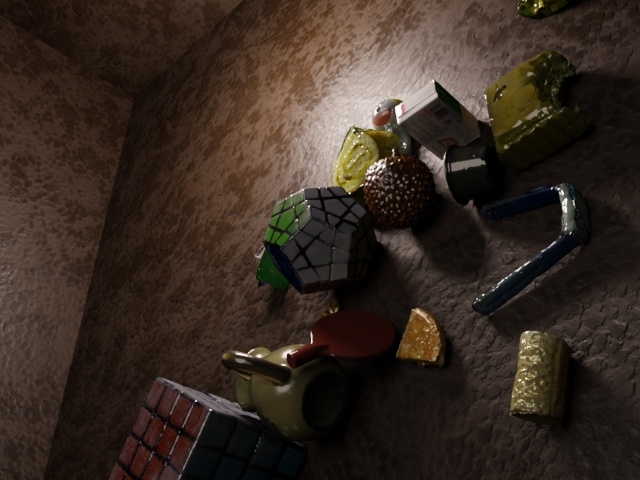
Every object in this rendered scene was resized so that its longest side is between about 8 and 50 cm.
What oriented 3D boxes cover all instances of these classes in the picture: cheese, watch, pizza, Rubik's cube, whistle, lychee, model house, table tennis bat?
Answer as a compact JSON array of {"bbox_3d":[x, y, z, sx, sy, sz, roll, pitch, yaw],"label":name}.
[{"bbox_3d":[0.433,0.273,1.495,0.094,0.123,0.167,-10,59,47],"label":"cheese"},{"bbox_3d":[0.465,0.013,1.698,0.275,0.068,0.276,-19,52,43],"label":"watch"},{"bbox_3d":[0.243,0.243,1.821,0.134,0.046,0.175,-36,40,28],"label":"pizza"},{"bbox_3d":[-0.301,0.596,1.986,0.344,0.337,0.344,14,78,55],"label":"Rubik's cube"},{"bbox_3d":[0.000,0.000,2.117,0.264,0.319,0.319,-37,31,-16],"label":"Rubik's cube"},{"bbox_3d":[0.215,-0.334,2.241,0.123,0.123,0.223,-33,57,33],"label":"whistle"},{"bbox_3d":[0.210,-0.143,2.032,0.200,0.200,0.238,-23,60,41],"label":"lychee"},{"bbox_3d":[-0.153,0.078,2.406,0.088,0.117,0.167,-29,43,60],"label":"model house"},{"bbox_3d":[0.050,0.245,1.876,0.200,0.310,0.038,32,129,44],"label":"table tennis bat"}]

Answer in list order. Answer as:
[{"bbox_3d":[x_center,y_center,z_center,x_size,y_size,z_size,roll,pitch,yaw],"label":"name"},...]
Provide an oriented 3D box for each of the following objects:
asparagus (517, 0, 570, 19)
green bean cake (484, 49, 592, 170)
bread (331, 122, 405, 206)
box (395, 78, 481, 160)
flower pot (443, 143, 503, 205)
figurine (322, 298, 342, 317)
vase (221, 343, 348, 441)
[{"bbox_3d":[0.670,-0.707,1.952,0.382,0.108,0.128,-42,39,27],"label":"asparagus"},{"bbox_3d":[0.518,-0.321,1.832,0.233,0.124,0.236,-31,42,34],"label":"green bean cake"},{"bbox_3d":[0.128,-0.215,2.213,0.257,0.124,0.186,-56,46,36],"label":"bread"},{"bbox_3d":[0.313,-0.317,2.019,0.135,0.199,0.081,-32,40,31],"label":"box"},{"bbox_3d":[0.386,-0.170,1.877,0.107,0.157,0.157,-9,57,32],"label":"flower pot"},{"bbox_3d":[0.038,0.218,2.087,0.101,0.068,0.143,-8,41,40],"label":"figurine"},{"bbox_3d":[-0.116,0.357,1.927,0.302,0.329,0.240,6,65,47],"label":"vase"}]
